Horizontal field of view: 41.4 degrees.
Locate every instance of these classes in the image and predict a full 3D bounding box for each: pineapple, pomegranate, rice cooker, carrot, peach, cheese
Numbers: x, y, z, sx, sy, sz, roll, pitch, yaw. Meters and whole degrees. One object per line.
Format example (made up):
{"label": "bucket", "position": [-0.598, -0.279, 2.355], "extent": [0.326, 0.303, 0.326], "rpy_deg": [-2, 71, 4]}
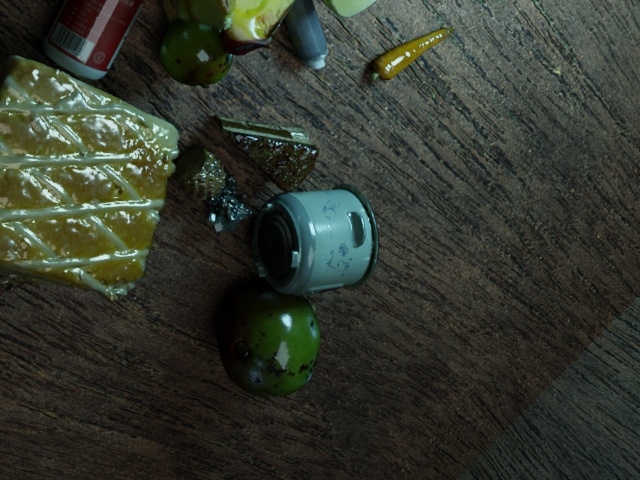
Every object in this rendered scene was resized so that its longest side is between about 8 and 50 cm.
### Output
{"label": "pineapple", "position": [-0.243, -0.111, 1.951], "extent": [0.119, 0.111, 0.237], "rpy_deg": [-17, 143, 17]}
{"label": "pomegranate", "position": [-0.258, -0.405, 1.705], "extent": [0.159, 0.159, 0.205], "rpy_deg": [-28, 102, -15]}
{"label": "pomegranate", "position": [-0.100, 0.261, 2.186], "extent": [0.323, 0.291, 0.290], "rpy_deg": [12, 113, -39]}
{"label": "rice cooker", "position": [0.000, 0.000, 2.070], "extent": [0.317, 0.317, 0.264], "rpy_deg": [-8, 81, -29]}
{"label": "carrot", "position": [0.224, -0.458, 2.042], "extent": [0.257, 0.061, 0.061], "rpy_deg": [-33, 134, -14]}
{"label": "peach", "position": [-0.130, -0.492, 1.642], "extent": [0.159, 0.154, 0.267], "rpy_deg": [28, 101, -23]}
{"label": "cheese", "position": [0.041, -0.545, 1.779], "extent": [0.123, 0.167, 0.094], "rpy_deg": [-27, 136, -11]}

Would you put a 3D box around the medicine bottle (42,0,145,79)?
{"label": "medicine bottle", "position": [-0.410, -0.435, 1.584], "extent": [0.131, 0.131, 0.250], "rpy_deg": [21, 107, -41]}

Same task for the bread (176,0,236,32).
{"label": "bread", "position": [-0.181, -0.588, 1.526], "extent": [0.245, 0.233, 0.361], "rpy_deg": [-27, 124, -17]}

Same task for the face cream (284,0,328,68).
{"label": "face cream", "position": [-0.046, -0.490, 1.825], "extent": [0.073, 0.073, 0.283], "rpy_deg": [-33, 133, -10]}

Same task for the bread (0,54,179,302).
{"label": "bread", "position": [-0.511, -0.105, 1.581], "extent": [0.390, 0.279, 0.371], "rpy_deg": [20, 81, -41]}

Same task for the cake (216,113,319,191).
{"label": "cake", "position": [-0.138, -0.195, 1.949], "extent": [0.246, 0.112, 0.135], "rpy_deg": [4, 121, -35]}

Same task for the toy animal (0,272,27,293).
{"label": "toy animal", "position": [-0.636, -0.023, 1.767], "extent": [0.157, 0.097, 0.312], "rpy_deg": [3, 118, -47]}
